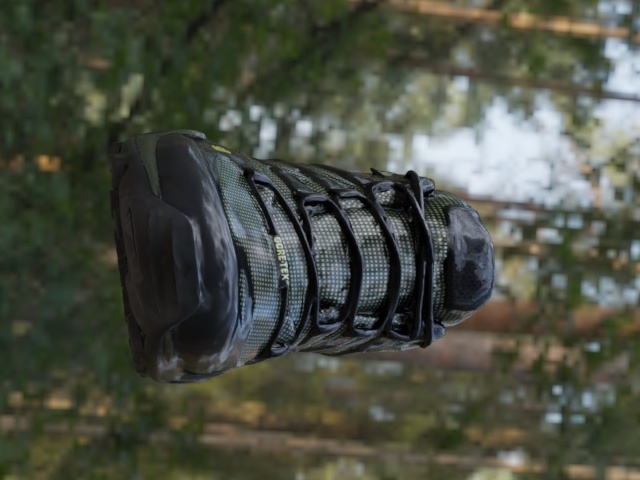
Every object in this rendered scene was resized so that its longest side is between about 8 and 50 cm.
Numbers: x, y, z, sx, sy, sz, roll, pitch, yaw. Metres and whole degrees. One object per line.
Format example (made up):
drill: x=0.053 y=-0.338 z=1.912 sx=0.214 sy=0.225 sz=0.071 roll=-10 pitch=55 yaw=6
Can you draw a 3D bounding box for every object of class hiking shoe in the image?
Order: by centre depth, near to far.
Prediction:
hiking shoe: x=0.000 y=0.000 z=0.659 sx=0.227 sy=0.114 sz=0.086 roll=-1 pitch=82 yaw=-79
